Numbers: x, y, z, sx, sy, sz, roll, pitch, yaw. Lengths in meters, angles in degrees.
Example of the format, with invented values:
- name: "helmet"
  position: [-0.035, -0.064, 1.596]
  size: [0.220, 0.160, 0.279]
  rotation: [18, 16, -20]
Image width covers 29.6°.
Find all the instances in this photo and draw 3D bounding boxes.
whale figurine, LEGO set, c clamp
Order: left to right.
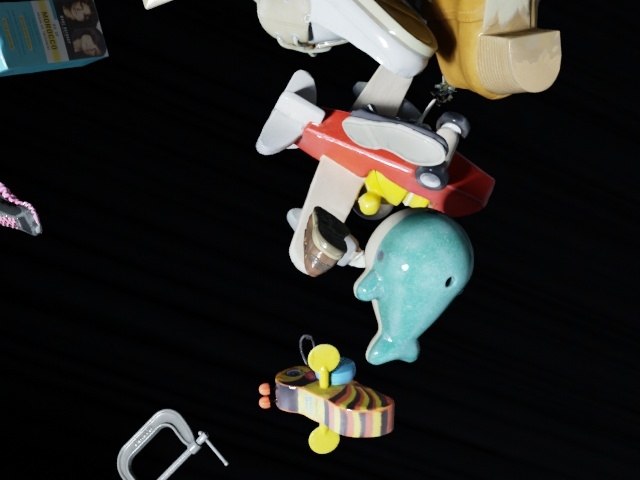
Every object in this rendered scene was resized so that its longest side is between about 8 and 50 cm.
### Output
- name: "c clamp"
  position: [-0.238, 0.336, 1.866]
  size: [0.160, 0.137, 0.022]
  rotation: [-40, -21, 11]
- name: "whale figurine"
  position: [0.156, 0.086, 1.946]
  size: [0.141, 0.216, 0.272]
  rotation: [34, 116, 50]
- name: "LEGO set"
  position: [0.213, -0.250, 2.055]
  size: [0.054, 0.023, 0.083]
  rotation: [-16, 35, 38]

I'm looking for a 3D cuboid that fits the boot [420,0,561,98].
- name: "boot"
  position: [0.153, -0.281, 1.138]
  size: [0.211, 0.104, 0.295]
  rotation: [-145, 51, -69]

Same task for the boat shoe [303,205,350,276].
- name: "boat shoe"
  position: [0.000, 0.000, 1.703]
  size: [0.060, 0.064, 0.178]
  rotation: [-53, 9, 16]

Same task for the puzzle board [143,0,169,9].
- name: "puzzle board"
  position: [-0.239, -0.441, 1.965]
  size: [0.011, 0.128, 0.096]
  rotation: [-1, -106, -74]

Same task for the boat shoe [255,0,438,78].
- name: "boat shoe"
  position: [-0.004, -0.237, 1.215]
  size: [0.302, 0.113, 0.103]
  rotation: [46, 108, 36]

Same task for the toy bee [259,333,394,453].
- name: "toy bee"
  position: [-0.014, 0.273, 2.079]
  size: [0.298, 0.162, 0.195]
  rotation: [-6, 97, 60]

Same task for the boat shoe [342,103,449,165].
- name: "boat shoe"
  position: [0.121, -0.167, 1.813]
  size: [0.206, 0.075, 0.065]
  rotation: [20, 58, 46]

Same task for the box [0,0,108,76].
- name: "box"
  position: [-0.431, -0.311, 1.851]
  size: [0.060, 0.101, 0.244]
  rotation: [-12, 7, 30]

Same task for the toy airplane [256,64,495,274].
- name: "toy airplane"
  position: [0.069, -0.137, 2.176]
  size: [0.272, 0.386, 0.384]
  rotation: [87, 159, -56]

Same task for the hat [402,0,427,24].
- name: "hat"
  position: [0.198, -0.418, 1.449]
  size: [0.134, 0.331, 0.331]
  rotation: [-10, 58, 55]

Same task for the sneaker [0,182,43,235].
- name: "sneaker"
  position: [-0.427, -0.033, 1.654]
  size: [0.057, 0.119, 0.047]
  rotation: [-36, -40, -31]
